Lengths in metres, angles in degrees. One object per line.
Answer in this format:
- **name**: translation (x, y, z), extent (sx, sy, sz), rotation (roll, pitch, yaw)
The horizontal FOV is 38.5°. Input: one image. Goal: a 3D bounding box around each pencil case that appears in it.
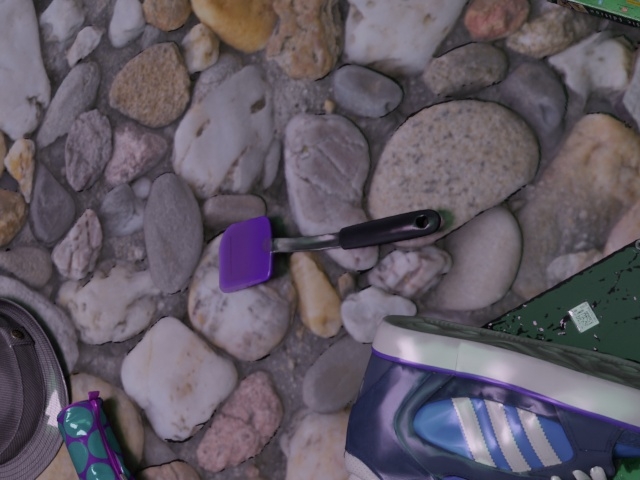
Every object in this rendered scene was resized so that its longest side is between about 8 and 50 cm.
- **pencil case**: translation (-0.269, 0.267, 1.125), extent (0.070, 0.064, 0.151), rotation (-45, 64, 31)

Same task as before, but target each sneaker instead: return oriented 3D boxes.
- **sneaker**: translation (0.174, 0.212, 0.819), extent (0.323, 0.130, 0.236), rotation (12, 97, 23)

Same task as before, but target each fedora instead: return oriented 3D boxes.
- **fedora**: translation (-0.471, 0.198, 1.205), extent (0.244, 0.124, 0.275), rotation (-40, 66, 16)

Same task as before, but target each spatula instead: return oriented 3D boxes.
- **spatula**: translation (0.000, 0.000, 1.056), extent (0.296, 0.030, 0.084), rotation (-10, 74, 25)

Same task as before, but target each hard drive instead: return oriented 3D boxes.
- **hard drive**: translation (0.274, 0.151, 0.873), extent (0.339, 0.064, 0.237), rotation (-33, 68, 17)

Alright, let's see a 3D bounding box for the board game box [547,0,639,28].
- **board game box**: translation (0.370, -0.270, 0.920), extent (0.260, 0.030, 0.136), rotation (27, 96, 28)
